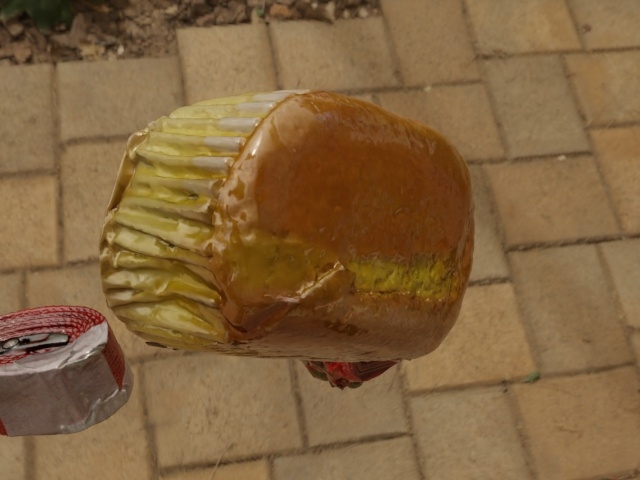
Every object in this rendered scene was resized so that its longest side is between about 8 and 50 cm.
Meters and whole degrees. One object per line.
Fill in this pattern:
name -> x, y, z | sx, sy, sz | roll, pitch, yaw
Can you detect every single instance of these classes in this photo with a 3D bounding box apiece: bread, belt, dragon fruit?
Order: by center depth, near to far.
bread -> 0.000, 0.000, 0.585 | 0.156, 0.288, 0.204 | 14, 92, 40
belt -> -0.324, 0.160, 0.961 | 0.200, 0.124, 0.128 | -6, 33, 11
dragon fruit -> 0.023, 0.089, 0.982 | 0.166, 0.160, 0.172 | 16, 23, -45
